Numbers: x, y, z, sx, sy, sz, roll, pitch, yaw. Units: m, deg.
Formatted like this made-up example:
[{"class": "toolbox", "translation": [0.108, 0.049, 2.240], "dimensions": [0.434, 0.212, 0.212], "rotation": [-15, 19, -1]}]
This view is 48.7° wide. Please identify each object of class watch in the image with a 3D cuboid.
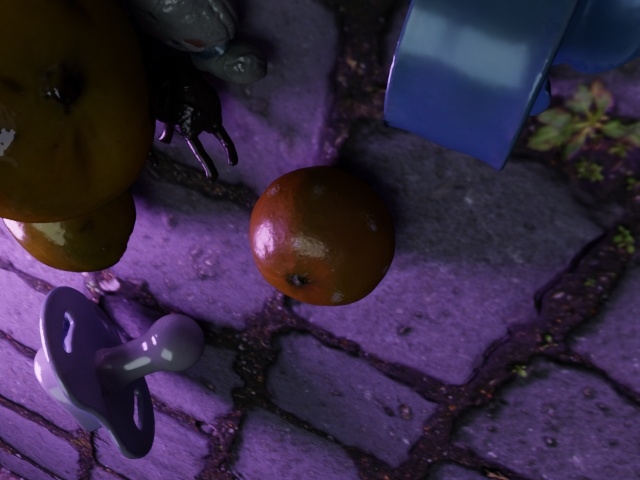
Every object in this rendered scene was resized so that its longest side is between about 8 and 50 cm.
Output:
[{"class": "watch", "translation": [0.118, -0.138, 0.475], "dimensions": [0.211, 0.193, 0.211], "rotation": [17, 135, 18]}]

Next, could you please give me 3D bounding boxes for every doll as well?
[{"class": "doll", "translation": [-0.132, -0.222, 0.638], "dimensions": [0.214, 0.071, 0.103], "rotation": [42, 163, -24]}, {"class": "doll", "translation": [-0.162, -0.151, 0.731], "dimensions": [0.139, 0.057, 0.165], "rotation": [16, 132, 37]}]

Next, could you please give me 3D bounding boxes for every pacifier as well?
[{"class": "pacifier", "translation": [-0.283, 0.171, 1.057], "dimensions": [0.233, 0.244, 0.299], "rotation": [-20, 129, 7]}]

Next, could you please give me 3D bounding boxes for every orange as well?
[{"class": "orange", "translation": [0.000, 0.000, 0.736], "dimensions": [0.156, 0.124, 0.156], "rotation": [18, 136, 19]}]

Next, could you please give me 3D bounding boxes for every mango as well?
[{"class": "mango", "translation": [-0.340, -0.200, 0.670], "dimensions": [0.445, 0.220, 0.301], "rotation": [40, 148, 21]}]

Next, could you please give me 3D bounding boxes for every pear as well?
[{"class": "pear", "translation": [-0.300, -0.038, 0.861], "dimensions": [0.162, 0.149, 0.149], "rotation": [39, 140, -25]}]
